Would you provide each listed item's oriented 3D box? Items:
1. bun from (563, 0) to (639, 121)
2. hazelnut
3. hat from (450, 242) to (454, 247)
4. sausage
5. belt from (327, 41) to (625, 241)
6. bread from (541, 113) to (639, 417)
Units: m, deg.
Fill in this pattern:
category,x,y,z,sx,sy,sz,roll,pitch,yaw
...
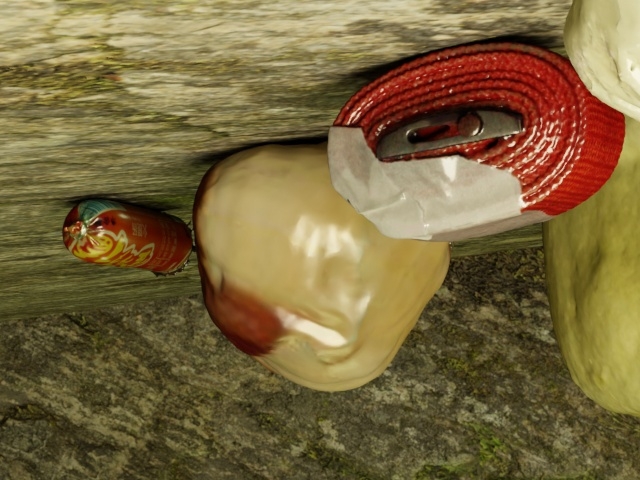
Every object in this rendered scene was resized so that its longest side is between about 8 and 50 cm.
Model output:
category,x,y,z,sx,sy,sz,roll,pitch,yaw
bun,0.241,-0.112,0.753,0.231,0.133,0.231,-10,176,-1
hazelnut,0.000,0.000,1.356,0.261,0.261,0.241,-7,-153,-10
hat,0.052,-0.057,1.576,0.166,0.144,0.173,-7,132,11
sausage,-0.218,-0.005,1.586,0.083,0.083,0.264,-9,174,15
belt,0.106,-0.070,1.029,0.201,0.128,0.124,-14,172,24
bread,0.324,0.000,1.184,0.237,0.320,0.320,-3,174,-10
